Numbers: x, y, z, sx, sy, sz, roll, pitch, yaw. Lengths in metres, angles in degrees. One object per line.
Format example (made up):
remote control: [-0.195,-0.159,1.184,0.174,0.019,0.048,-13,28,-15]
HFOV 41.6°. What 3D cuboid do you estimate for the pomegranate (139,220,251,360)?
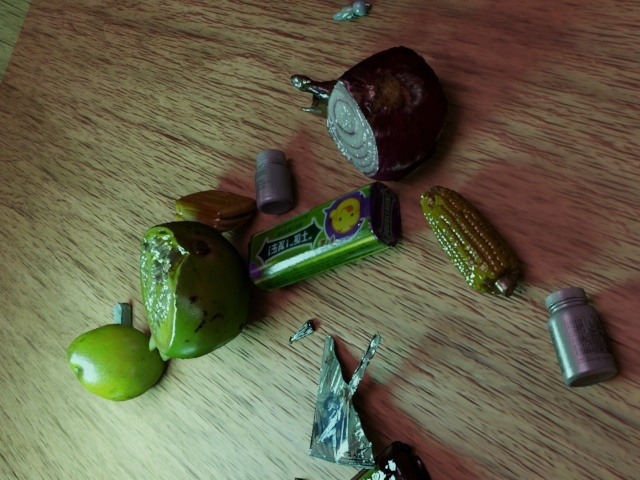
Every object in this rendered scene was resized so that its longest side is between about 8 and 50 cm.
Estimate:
pomegranate: [-0.271,0.126,1.859,0.310,0.216,0.358,61,149,35]

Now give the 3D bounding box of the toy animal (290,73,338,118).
toy animal: [0.006,-0.297,1.743,0.089,0.179,0.188,-71,18,-2]

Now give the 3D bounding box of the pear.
pear: [-0.491,0.290,1.995,0.187,0.219,0.187,-13,72,43]

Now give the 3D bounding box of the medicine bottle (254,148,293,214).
medicine bottle: [-0.104,-0.129,1.852,0.080,0.080,0.130,-26,59,36]

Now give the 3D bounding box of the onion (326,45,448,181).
onion: [0.141,-0.234,1.574,0.207,0.216,0.206,-33,85,-10]

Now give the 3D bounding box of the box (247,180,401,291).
box: [0.000,0.000,1.700,0.345,0.097,0.134,-22,54,38]

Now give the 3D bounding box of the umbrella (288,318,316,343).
umbrella: [-0.037,0.187,1.730,0.083,0.020,0.031,-44,50,32]

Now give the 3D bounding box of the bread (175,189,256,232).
bread: [-0.244,-0.068,1.953,0.200,0.116,0.077,14,111,46]

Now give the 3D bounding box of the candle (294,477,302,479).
candle: [-0.045,0.543,1.619,0.026,0.021,0.167,-12,68,42]

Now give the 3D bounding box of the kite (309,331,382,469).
kite: [0.047,0.300,1.570,0.314,0.011,0.335,-62,30,27]

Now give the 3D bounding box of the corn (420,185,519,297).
corn: [0.257,-0.002,1.452,0.097,0.097,0.262,-49,48,21]

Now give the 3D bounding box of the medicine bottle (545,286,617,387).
medicine bottle: [0.392,0.146,1.282,0.079,0.079,0.140,-31,58,34]

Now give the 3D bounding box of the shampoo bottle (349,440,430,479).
shampoo bottle: [0.056,0.496,1.491,0.323,0.084,0.129,-46,45,24]

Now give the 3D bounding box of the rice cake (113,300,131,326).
rice cake: [-0.505,0.259,2.142,0.034,0.043,0.211,-19,64,34]

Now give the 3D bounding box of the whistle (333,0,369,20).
whistle: [0.068,-0.501,1.839,0.100,0.035,0.035,-9,70,43]
